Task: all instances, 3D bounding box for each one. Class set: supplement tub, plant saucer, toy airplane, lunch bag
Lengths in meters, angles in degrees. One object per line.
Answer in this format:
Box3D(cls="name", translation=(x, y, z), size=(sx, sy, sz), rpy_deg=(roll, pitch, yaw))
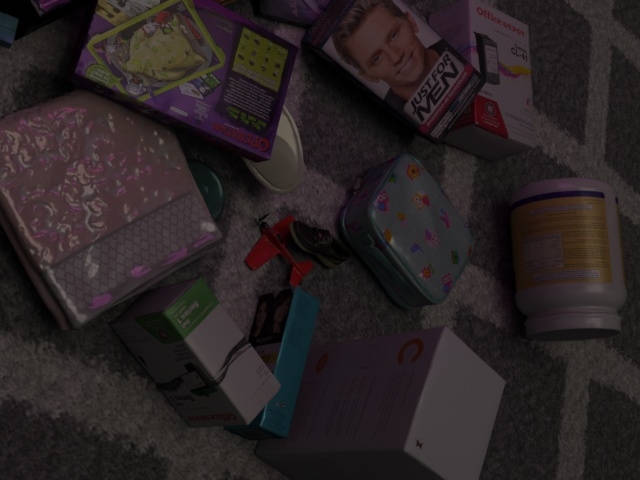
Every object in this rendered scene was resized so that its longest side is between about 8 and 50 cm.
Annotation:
Box3D(cls="supplement tub", translation=(0.549, 0.047, 2.054), size=(0.241, 0.241, 0.331), rpy_deg=(12, 71, -40))
Box3D(cls="plant saucer", translation=(-0.202, -0.081, 1.542), size=(0.119, 0.021, 0.119), rpy_deg=(13, 70, -40))
Box3D(cls="toy airplane", translation=(-0.067, 0.021, 1.636), size=(0.151, 0.028, 0.151), rpy_deg=(14, 68, -41))
Box3D(cls="lunch bag", translation=(0.165, -0.015, 1.806), size=(0.279, 0.108, 0.224), rpy_deg=(50, 54, -20))

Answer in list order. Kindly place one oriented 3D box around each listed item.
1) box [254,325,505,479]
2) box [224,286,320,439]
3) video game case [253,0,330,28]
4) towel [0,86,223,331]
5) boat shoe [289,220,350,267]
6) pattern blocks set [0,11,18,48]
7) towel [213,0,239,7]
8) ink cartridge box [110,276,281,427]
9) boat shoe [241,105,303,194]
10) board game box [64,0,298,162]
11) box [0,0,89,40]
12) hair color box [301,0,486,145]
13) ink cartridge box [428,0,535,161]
Box3D(cls="box", translation=(0.092, 0.288, 1.494), size=(0.168, 0.345, 0.215), rpy_deg=(42, 55, -27))
Box3D(cls="box", translation=(-0.078, 0.203, 1.528), size=(0.060, 0.100, 0.244), rpy_deg=(31, 59, -32))
Box3D(cls="video game case", translation=(-0.026, -0.511, 1.817), size=(0.274, 0.026, 0.196), rpy_deg=(2, 78, -43))
Box3D(cls="towel", translation=(-0.321, -0.071, 1.374), size=(0.332, 0.053, 0.317), rpy_deg=(-34, 103, -44))
Box3D(cls="boat shoe", translation=(0.000, 0.000, 1.670), size=(0.152, 0.049, 0.056), rpy_deg=(34, 40, -48))
Box3D(cls="pattern blocks set", translation=(-0.578, -0.290, 1.226), size=(0.325, 0.026, 0.285), rpy_deg=(29, 57, -26))
Box3D(cls="towel", translation=(-0.160, -0.564, 1.663), size=(0.370, 0.040, 0.271), rpy_deg=(-36, 89, -40))
Box3D(cls="ink cartridge box", translation=(-0.187, 0.175, 1.393), size=(0.219, 0.160, 0.092), rpy_deg=(56, 50, -16))
Box3D(cls="boat shoe", translation=(-0.121, -0.222, 1.597), size=(0.109, 0.091, 0.305), rpy_deg=(-29, 99, -9))
Box3D(cls="board game box", translation=(-0.204, -0.279, 1.440), size=(0.347, 0.056, 0.208), rpy_deg=(23, 70, -33))
Box3D(cls="box", translation=(-0.400, -0.448, 1.403), size=(0.261, 0.103, 0.184), rpy_deg=(-43, 106, -40))
Box3D(cls="hair color box", translation=(0.151, -0.356, 1.832), size=(0.347, 0.105, 0.174), rpy_deg=(33, 95, -32))
Box3D(cls="ink cartridge box", translation=(0.360, -0.356, 2.062), size=(0.226, 0.131, 0.306), rpy_deg=(12, 72, -40))
